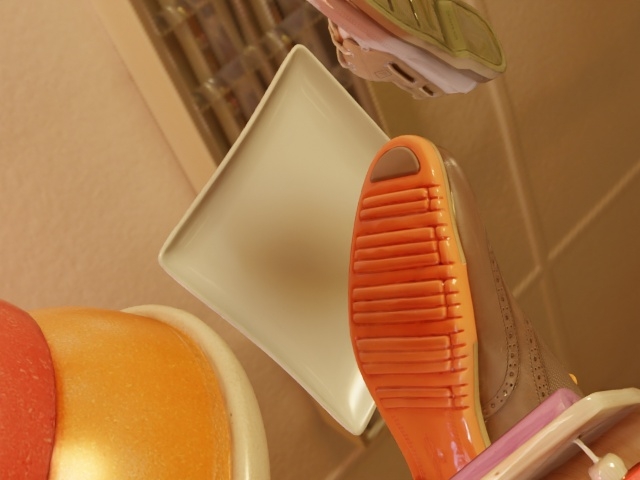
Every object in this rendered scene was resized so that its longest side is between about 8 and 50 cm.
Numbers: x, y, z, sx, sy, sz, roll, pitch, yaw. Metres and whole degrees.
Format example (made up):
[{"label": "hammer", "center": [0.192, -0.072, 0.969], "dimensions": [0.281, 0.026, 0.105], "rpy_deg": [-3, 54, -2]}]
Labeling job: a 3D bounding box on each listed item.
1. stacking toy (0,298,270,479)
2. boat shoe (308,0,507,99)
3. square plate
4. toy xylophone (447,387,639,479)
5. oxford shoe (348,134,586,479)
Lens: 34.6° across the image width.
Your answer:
[{"label": "stacking toy", "center": [-0.298, 0.131, 0.570], "dimensions": [0.480, 0.350, 0.351], "rpy_deg": [29, -91, -37]}, {"label": "boat shoe", "center": [0.060, -0.205, 0.996], "dimensions": [0.302, 0.103, 0.113], "rpy_deg": [21, -130, -45]}, {"label": "square plate", "center": [0.000, 0.000, 1.247], "dimensions": [0.347, 0.049, 0.344], "rpy_deg": [44, -121, -26]}, {"label": "toy xylophone", "center": [0.190, 0.179, 0.398], "dimensions": [0.236, 0.322, 0.081], "rpy_deg": [-54, -16, 20]}, {"label": "oxford shoe", "center": [0.116, 0.099, 0.745], "dimensions": [0.132, 0.130, 0.364], "rpy_deg": [-14, -83, -31]}]
